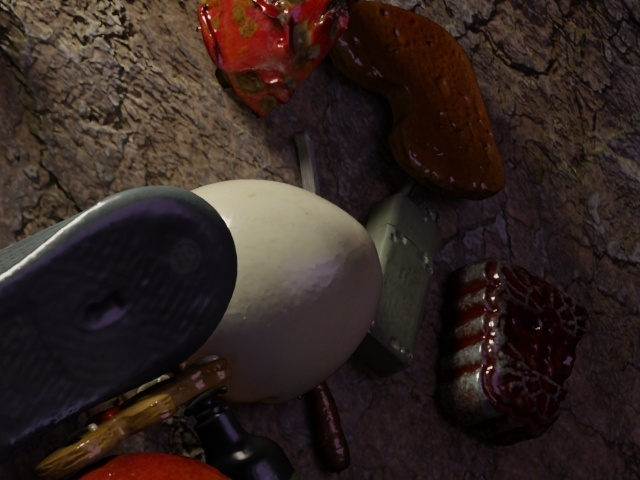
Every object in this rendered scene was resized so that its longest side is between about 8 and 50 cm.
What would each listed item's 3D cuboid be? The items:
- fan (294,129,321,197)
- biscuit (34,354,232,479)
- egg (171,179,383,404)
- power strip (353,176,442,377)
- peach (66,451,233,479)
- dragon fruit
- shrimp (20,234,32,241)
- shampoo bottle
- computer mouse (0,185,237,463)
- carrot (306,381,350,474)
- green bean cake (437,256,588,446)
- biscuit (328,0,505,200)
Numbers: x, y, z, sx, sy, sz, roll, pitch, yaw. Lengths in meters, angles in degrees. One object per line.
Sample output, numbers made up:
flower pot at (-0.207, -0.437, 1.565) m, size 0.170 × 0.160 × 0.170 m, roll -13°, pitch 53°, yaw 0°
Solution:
fan at (0.000, 0.000, 2.062) m, size 0.057 × 0.023 × 0.282 m, roll 9°, pitch 68°, yaw -41°
biscuit at (-0.194, 0.175, 1.690) m, size 0.240 × 0.158 × 0.035 m, roll -29°, pitch 91°, yaw -53°
egg at (-0.055, 0.037, 1.872) m, size 0.286 × 0.174 × 0.264 m, roll 3°, pitch 66°, yaw -37°
power strip at (0.093, 0.033, 2.106) m, size 0.093 × 0.053 × 0.288 m, roll 41°, pitch 43°, yaw -24°
peach at (-0.145, 0.333, 1.609) m, size 0.281 × 0.238 × 0.281 m, roll 0°, pitch 61°, yaw 0°
dragon fruit at (-0.035, -0.311, 2.036) m, size 0.134 × 0.211 × 0.262 m, roll 38°, pitch 43°, yaw -37°
shrimp at (-0.290, 0.041, 1.748) m, size 0.038 × 0.029 × 0.092 m, roll -36°, pitch 103°, yaw -46°
shampoo bottle at (-0.060, 0.287, 1.815) m, size 0.101 × 0.101 × 0.284 m, roll -35°, pitch 98°, yaw -47°
computer mouse at (-0.254, 0.077, 1.683) m, size 0.371 × 0.122 × 0.188 m, roll -31°, pitch 108°, yaw -27°
carrot at (0.001, 0.190, 1.969) m, size 0.036 × 0.036 × 0.165 m, roll -3°, pitch 72°, yaw -45°
green bean cake at (0.248, 0.147, 2.186) m, size 0.198 × 0.097 × 0.232 m, roll 33°, pitch 52°, yaw -31°
biscuit at (0.117, -0.180, 2.223) m, size 0.262 × 0.052 × 0.277 m, roll 2°, pitch 64°, yaw -45°
